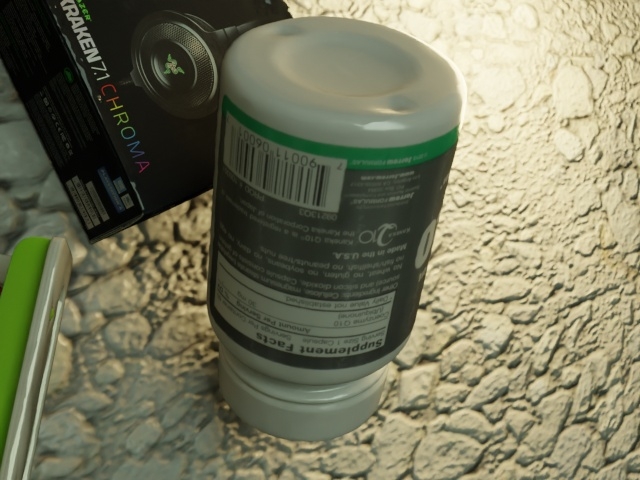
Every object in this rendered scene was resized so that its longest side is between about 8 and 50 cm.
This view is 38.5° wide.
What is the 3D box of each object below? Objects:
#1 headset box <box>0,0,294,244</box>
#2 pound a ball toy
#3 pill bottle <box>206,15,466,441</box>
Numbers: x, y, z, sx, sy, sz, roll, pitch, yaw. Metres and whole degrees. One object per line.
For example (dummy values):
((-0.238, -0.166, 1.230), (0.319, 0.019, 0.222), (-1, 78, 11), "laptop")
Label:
((-0.143, -0.168, 0.927), (0.283, 0.131, 0.246), (-27, 95, -39), "headset box")
((-0.326, 0.101, 0.742), (0.208, 0.136, 0.319), (8, 71, -8), "pound a ball toy")
((0.000, 0.000, 0.839), (0.204, 0.361, 0.204), (6, 36, -4), "pill bottle")
